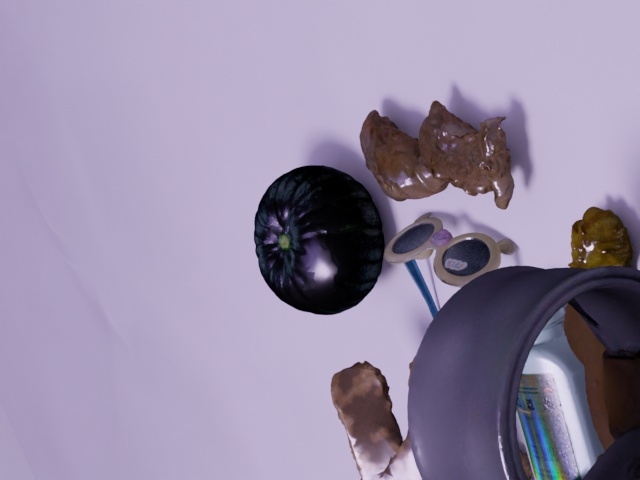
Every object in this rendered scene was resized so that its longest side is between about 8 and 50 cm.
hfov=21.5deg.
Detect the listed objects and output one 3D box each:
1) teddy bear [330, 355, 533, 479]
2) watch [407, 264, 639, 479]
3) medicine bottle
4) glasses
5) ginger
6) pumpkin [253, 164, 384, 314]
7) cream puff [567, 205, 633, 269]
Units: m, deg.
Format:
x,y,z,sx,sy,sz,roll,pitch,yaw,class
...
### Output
x,y,z,sx,sy,sz,roll,pitch,yaw,class
0.155,0.289,2.118,0.246,0.222,0.296,-14,77,25,teddy bear
0.264,0.189,1.656,0.314,0.327,0.335,-1,96,60,watch
0.270,0.172,1.920,0.121,0.083,0.229,-3,105,60,medicine bottle
0.158,0.091,2.047,0.189,0.088,0.220,21,125,52,glasses
0.126,-0.102,1.983,0.290,0.084,0.122,10,123,57,ginger
0.000,0.000,2.200,0.202,0.140,0.202,5,96,50,pumpkin
0.297,0.009,1.797,0.083,0.058,0.083,59,147,14,cream puff
